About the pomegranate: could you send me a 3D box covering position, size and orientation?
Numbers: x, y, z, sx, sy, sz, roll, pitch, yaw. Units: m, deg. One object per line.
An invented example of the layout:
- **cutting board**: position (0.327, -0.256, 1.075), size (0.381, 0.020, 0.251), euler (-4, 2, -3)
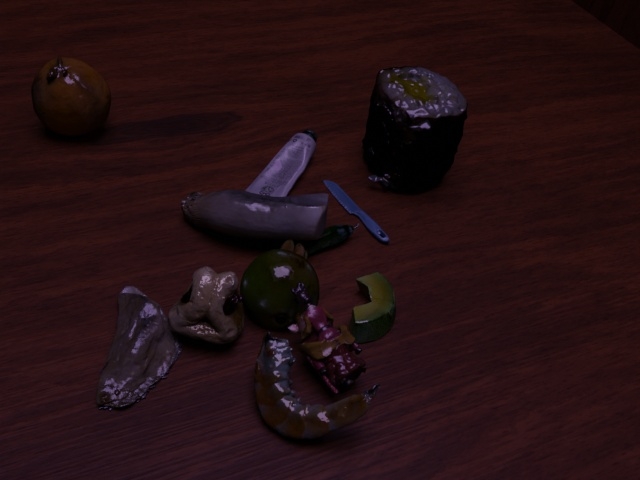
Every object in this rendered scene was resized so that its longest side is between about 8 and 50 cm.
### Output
- **pomegranate**: position (-0.077, 0.092, 1.769), size (0.190, 0.159, 0.241), euler (37, 46, 24)

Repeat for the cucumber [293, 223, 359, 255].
- **cucumber**: position (0.000, 0.000, 1.959), size (0.250, 0.056, 0.056), euler (-21, 51, -27)

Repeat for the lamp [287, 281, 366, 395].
- **lamp**: position (-0.001, 0.220, 1.651), size (0.118, 0.118, 0.253), euler (-27, 68, -33)

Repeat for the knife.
- **knife**: position (0.098, -0.087, 2.100), size (0.044, 0.019, 0.313), euler (-20, 48, -25)

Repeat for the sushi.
- **sushi**: position (0.278, -0.330, 2.187), size (0.281, 0.294, 0.299), euler (0, 45, -15)

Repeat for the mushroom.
- **mushroom**: position (-0.180, -0.073, 1.924), size (0.397, 0.126, 0.177), euler (3, 22, 3)

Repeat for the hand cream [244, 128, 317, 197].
- **hand cream**: position (-0.103, -0.218, 2.174), size (0.121, 0.076, 0.336), euler (19, 49, 17)

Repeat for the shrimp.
- **shrimp**: position (-0.038, 0.327, 1.541), size (0.287, 0.068, 0.185), euler (20, 78, 28)

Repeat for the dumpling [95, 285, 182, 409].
- **dumpling**: position (-0.396, 0.221, 1.628), size (0.166, 0.086, 0.332), euler (2, 47, -5)

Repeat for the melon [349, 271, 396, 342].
- **melon**: position (0.131, 0.160, 1.808), size (0.118, 0.064, 0.209), euler (3, 40, 0)

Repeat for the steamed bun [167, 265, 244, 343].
- **steamed bun**: position (-0.249, 0.135, 1.670), size (0.172, 0.155, 0.141), euler (16, 23, 0)

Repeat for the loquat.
- **loquat**: position (-0.733, -0.420, 2.145), size (0.238, 0.238, 0.193), euler (6, 50, -5)
